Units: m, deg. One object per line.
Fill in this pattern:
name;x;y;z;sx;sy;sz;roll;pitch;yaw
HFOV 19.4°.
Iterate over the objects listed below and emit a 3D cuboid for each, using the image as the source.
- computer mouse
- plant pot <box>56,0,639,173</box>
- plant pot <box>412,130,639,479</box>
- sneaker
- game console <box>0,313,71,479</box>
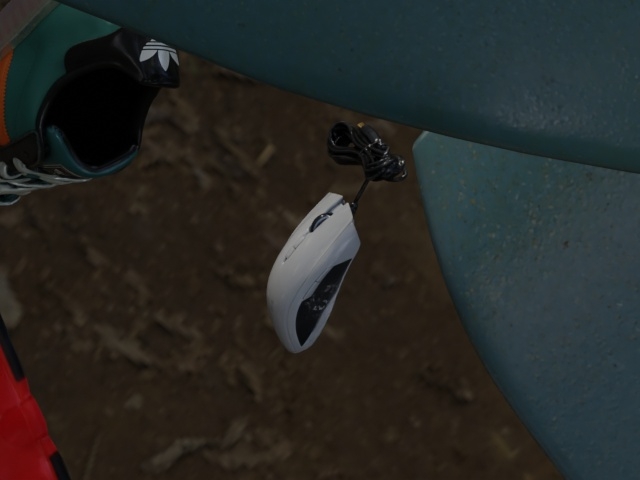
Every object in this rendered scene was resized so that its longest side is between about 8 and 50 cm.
computer mouse;0.000;0.000;1.462;0.042;0.193;0.106;16;18;-29
plant pot;0.050;-0.116;0.426;0.234;0.166;0.165;27;27;21
plant pot;0.195;-0.023;0.964;0.252;0.248;0.247;46;29;4
sneaker;-0.203;-0.078;1.317;0.108;0.302;0.121;1;58;-42
game console;-0.175;0.080;0.818;0.060;0.386;0.342;-22;91;-17
